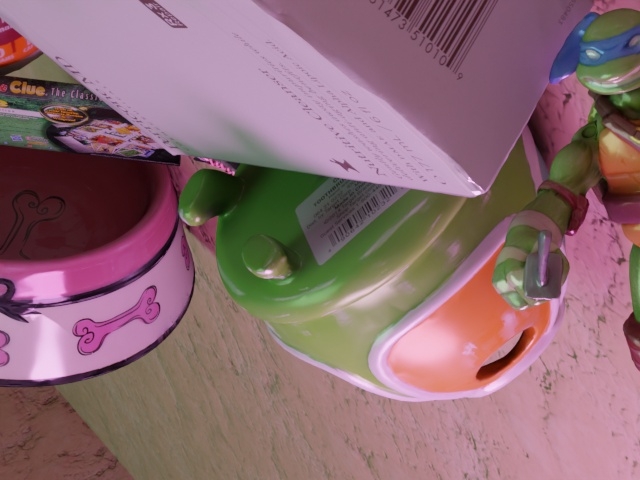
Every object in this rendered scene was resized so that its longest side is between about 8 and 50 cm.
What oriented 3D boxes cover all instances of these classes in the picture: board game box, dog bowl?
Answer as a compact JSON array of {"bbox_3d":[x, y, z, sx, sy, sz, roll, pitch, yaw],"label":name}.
[{"bbox_3d":[-0.278,-0.133,2.164,0.136,0.260,0.030,107,169,-70],"label":"board game box"},{"bbox_3d":[-0.344,-0.020,2.290,0.408,0.408,0.150,44,141,38],"label":"dog bowl"}]

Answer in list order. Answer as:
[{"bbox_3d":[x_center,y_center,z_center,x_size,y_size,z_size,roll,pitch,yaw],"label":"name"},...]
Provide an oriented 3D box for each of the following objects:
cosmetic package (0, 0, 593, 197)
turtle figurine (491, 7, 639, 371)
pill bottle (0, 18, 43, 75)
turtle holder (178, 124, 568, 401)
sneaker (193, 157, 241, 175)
[{"bbox_3d":[-0.039,-0.158,1.280,0.217,0.156,0.385,39,164,-28],"label":"cosmetic package"},{"bbox_3d":[0.209,0.019,1.095,0.275,0.198,0.266,37,158,57],"label":"turtle figurine"},{"bbox_3d":[-0.371,-0.350,2.011,0.224,0.224,0.392,51,163,19],"label":"pill bottle"},{"bbox_3d":[0.042,-0.008,1.446,0.227,0.243,0.320,44,161,-28],"label":"turtle holder"},{"bbox_3d":[-0.100,-0.088,2.012,0.119,0.057,0.047,56,162,0],"label":"sneaker"}]
